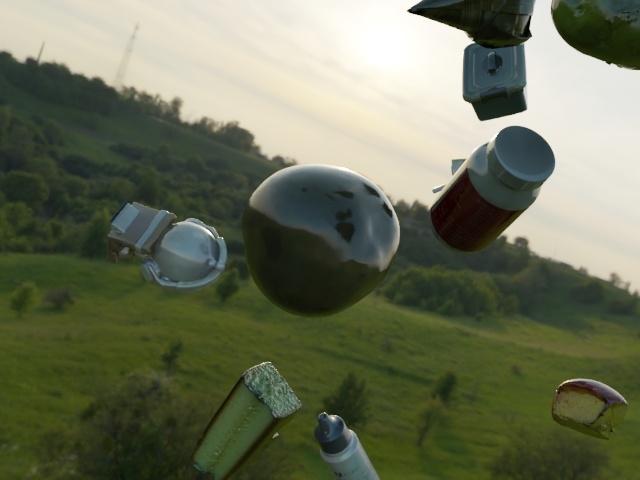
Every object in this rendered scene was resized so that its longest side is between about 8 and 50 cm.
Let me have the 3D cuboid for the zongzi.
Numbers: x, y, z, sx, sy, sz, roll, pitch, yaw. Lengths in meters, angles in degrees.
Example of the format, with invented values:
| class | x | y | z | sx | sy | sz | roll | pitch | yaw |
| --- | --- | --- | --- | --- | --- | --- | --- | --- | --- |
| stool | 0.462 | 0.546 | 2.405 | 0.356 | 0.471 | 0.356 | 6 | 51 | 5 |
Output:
| class | x | y | z | sx | sy | sz | roll | pitch | yaw |
| --- | --- | --- | --- | --- | --- | --- | --- | --- | --- |
| zongzi | 0.319 | -0.547 | 1.456 | 0.300 | 0.286 | 0.138 | 3 | 16 | -30 |

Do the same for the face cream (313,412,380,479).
| class | x | y | z | sx | sy | sz | roll | pitch | yaw |
| --- | --- | --- | --- | --- | --- | --- | --- | --- | --- |
| face cream | 0.059 | 0.485 | 1.602 | 0.092 | 0.092 | 0.311 | 25 | -33 | 48 |

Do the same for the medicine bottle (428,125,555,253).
| class | x | y | z | sx | sy | sz | roll | pitch | yaw |
| --- | --- | --- | --- | --- | --- | --- | --- | --- | --- |
| medicine bottle | 0.284 | -0.081 | 1.228 | 0.131 | 0.131 | 0.250 | 20 | -31 | -6 |

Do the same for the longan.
| class | x | y | z | sx | sy | sz | roll | pitch | yaw |
| --- | --- | --- | --- | --- | --- | --- | --- | --- | --- |
| longan | 0.000 | 0.000 | 1.556 | 0.361 | 0.360 | 0.361 | 20 | 4 | -2 |

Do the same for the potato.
| class | x | y | z | sx | sy | sz | roll | pitch | yaw |
| --- | --- | --- | --- | --- | --- | --- | --- | --- | --- |
| potato | 0.473 | -0.353 | 1.098 | 0.253 | 0.186 | 0.148 | -13 | -15 | -16 |

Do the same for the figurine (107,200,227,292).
| class | x | y | z | sx | sy | sz | roll | pitch | yaw |
| --- | --- | --- | --- | --- | --- | --- | --- | --- | --- |
| figurine | -0.281 | 0.021 | 1.359 | 0.237 | 0.162 | 0.141 | 19 | -37 | 10 |

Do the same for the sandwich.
| class | x | y | z | sx | sy | sz | roll | pitch | yaw |
| --- | --- | --- | --- | --- | --- | --- | --- | --- | --- |
| sandwich | -0.156 | 0.377 | 1.479 | 0.122 | 0.235 | 0.128 | 44 | 22 | 17 |

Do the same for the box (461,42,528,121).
| class | x | y | z | sx | sy | sz | roll | pitch | yaw |
| --- | --- | --- | --- | --- | --- | --- | --- | --- | --- |
| box | 0.454 | -0.423 | 1.867 | 0.162 | 0.226 | 0.130 | -10 | -40 | 24 |

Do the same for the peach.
| class | x | y | z | sx | sy | sz | roll | pitch | yaw |
| --- | --- | --- | --- | --- | --- | --- | --- | --- | --- |
| peach | 0.568 | 0.356 | 1.542 | 0.151 | 0.151 | 0.118 | 18 | 33 | -31 |

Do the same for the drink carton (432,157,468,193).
| class | x | y | z | sx | sy | sz | roll | pitch | yaw |
| --- | --- | --- | --- | --- | --- | --- | --- | --- | --- |
| drink carton | 0.360 | -0.157 | 1.705 | 0.200 | 0.074 | 0.084 | -9 | -35 | 16 |
